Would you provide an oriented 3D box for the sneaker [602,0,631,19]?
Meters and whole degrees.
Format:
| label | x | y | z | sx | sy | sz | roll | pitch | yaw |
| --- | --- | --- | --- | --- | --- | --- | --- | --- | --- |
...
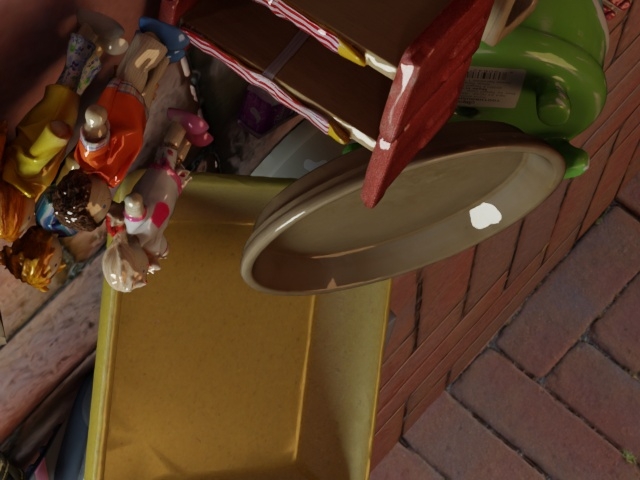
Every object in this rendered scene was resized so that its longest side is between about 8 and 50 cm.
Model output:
| label | x | y | z | sx | sy | sz | roll | pitch | yaw |
| --- | --- | --- | --- | --- | --- | --- | --- | --- | --- |
| sneaker | 0.359 | -0.371 | 1.594 | 0.299 | 0.112 | 0.121 | -42 | 124 | 8 |

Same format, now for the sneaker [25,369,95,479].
| label | x | y | z | sx | sy | sz | roll | pitch | yaw |
| --- | --- | --- | --- | --- | --- | --- | --- | --- | --- |
| sneaker | -0.280 | 0.260 | 1.289 | 0.112 | 0.131 | 0.319 | 55 | 52 | -72 |

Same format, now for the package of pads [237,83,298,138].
| label | x | y | z | sx | sy | sz | roll | pitch | yaw |
| --- | --- | --- | --- | --- | --- | --- | --- | --- | --- |
| package of pads | -0.034 | -0.129 | 1.190 | 0.083 | 0.032 | 0.050 | -35 | 156 | -43 |

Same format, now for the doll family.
| label | x | y | z | sx | sy | sz | roll | pitch | yaw |
| --- | --- | --- | --- | --- | --- | --- | --- | --- | --- |
| doll family | -0.164 | -0.049 | 0.898 | 0.263 | 0.118 | 0.163 | 83 | 31 | -74 |

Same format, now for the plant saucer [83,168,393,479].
| label | x | y | z | sx | sy | sz | roll | pitch | yaw |
| --- | --- | --- | --- | --- | --- | --- | --- | --- | --- |
| plant saucer | -0.080 | 0.103 | 1.191 | 0.333 | 0.081 | 0.332 | 1 | 98 | -46 |

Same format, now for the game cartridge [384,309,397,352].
| label | x | y | z | sx | sy | sz | roll | pitch | yaw |
| --- | --- | --- | --- | --- | --- | --- | --- | --- | --- |
| game cartridge | -0.001 | 0.224 | 2.049 | 0.294 | 0.060 | 0.196 | -42 | 166 | -28 |

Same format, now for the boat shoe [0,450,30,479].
| label | x | y | z | sx | sy | sz | roll | pitch | yaw |
| --- | --- | --- | --- | --- | --- | --- | --- | --- | --- |
| boat shoe | -0.359 | 0.281 | 1.190 | 0.233 | 0.084 | 0.079 | -40 | 125 | -12 |

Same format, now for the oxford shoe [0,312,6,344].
| label | x | y | z | sx | sy | sz | roll | pitch | yaw |
| --- | --- | --- | --- | --- | --- | --- | --- | --- | --- |
| oxford shoe | -0.253 | 0.013 | 0.855 | 0.076 | 0.076 | 0.212 | -11 | 145 | -12 |

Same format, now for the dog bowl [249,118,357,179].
| label | x | y | z | sx | sy | sz | roll | pitch | yaw |
| --- | --- | --- | --- | --- | --- | --- | --- | --- | --- |
| dog bowl | 0.000 | 0.000 | 1.452 | 0.349 | 0.102 | 0.348 | -45 | 163 | -17 |

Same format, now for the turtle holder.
| label | x | y | z | sx | sy | sz | roll | pitch | yaw |
| --- | --- | --- | --- | --- | --- | --- | --- | --- | --- |
| turtle holder | 0.147 | -0.179 | 1.184 | 0.320 | 0.243 | 0.227 | 26 | 65 | -54 |

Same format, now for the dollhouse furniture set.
| label | x | y | z | sx | sy | sz | roll | pitch | yaw |
| --- | --- | --- | --- | --- | --- | --- | --- | --- | --- |
| dollhouse furniture set | 0.073 | -0.225 | 0.980 | 0.374 | 0.201 | 0.152 | -46 | 164 | -32 |

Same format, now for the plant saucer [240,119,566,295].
| label | x | y | z | sx | sy | sz | roll | pitch | yaw |
| --- | --- | --- | --- | --- | --- | --- | --- | --- | --- |
| plant saucer | 0.064 | -0.026 | 1.093 | 0.278 | 0.041 | 0.278 | -16 | 163 | -5 |
